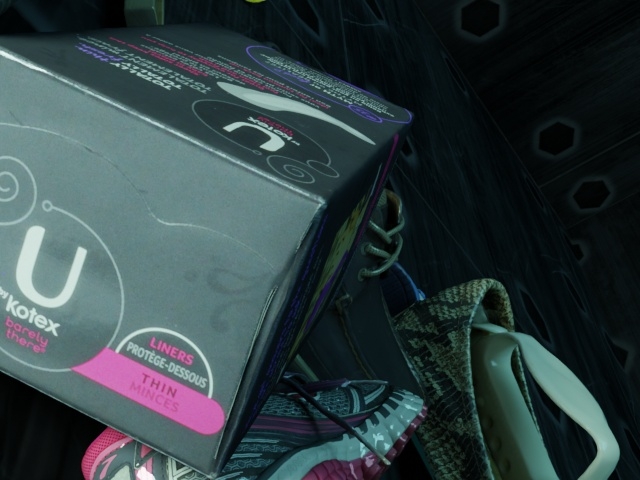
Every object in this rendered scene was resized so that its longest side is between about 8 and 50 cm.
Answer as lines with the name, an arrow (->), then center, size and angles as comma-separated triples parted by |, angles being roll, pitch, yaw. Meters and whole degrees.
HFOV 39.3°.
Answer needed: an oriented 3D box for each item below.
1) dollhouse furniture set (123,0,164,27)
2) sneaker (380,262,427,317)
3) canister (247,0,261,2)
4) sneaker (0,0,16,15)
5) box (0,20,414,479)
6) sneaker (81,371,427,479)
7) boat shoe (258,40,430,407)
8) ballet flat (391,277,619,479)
dollhouse furniture set -> -0.103, -0.240, 0.734 | 0.144, 0.123, 0.151 | -99, -175, -45
sneaker -> 0.092, 0.075, 0.977 | 0.144, 0.053, 0.059 | 61, 18, -25
canister -> -0.079, -0.403, 1.124 | 0.073, 0.126, 0.170 | 25, 37, -59
sneaker -> -0.215, -0.268, 0.459 | 0.447, 0.169, 0.257 | -84, 152, -56
box -> -0.063, -0.022, 0.493 | 0.165, 0.143, 0.270 | 25, 19, 6
sneaker -> -0.021, 0.120, 0.534 | 0.112, 0.121, 0.299 | 42, 10, 13
boat shoe -> 0.000, 0.000, 0.728 | 0.355, 0.130, 0.132 | 57, 19, -8
ballet flat -> 0.185, 0.236, 0.772 | 0.164, 0.182, 0.483 | 24, 40, -43
